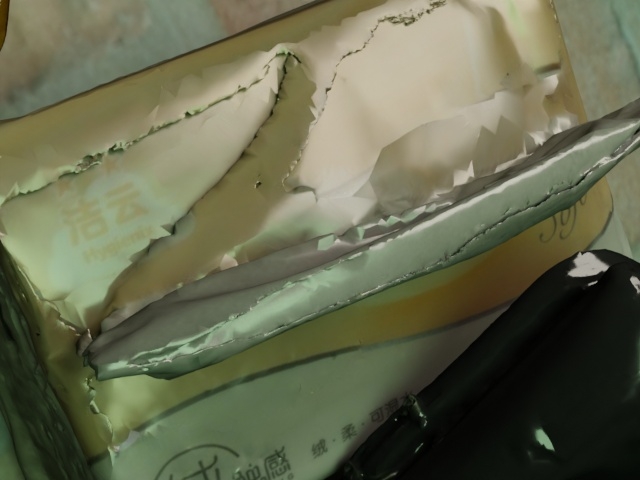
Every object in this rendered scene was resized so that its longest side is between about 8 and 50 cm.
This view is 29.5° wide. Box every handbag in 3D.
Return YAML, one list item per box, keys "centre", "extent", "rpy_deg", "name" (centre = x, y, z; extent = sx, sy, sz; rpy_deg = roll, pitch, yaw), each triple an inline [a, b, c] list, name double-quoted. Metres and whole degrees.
- centre: [0.119, 0.116, 0.609]
  extent: [0.244, 0.088, 0.275]
  rpy_deg: [-47, 153, 15]
  name: "handbag"

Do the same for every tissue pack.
- centre: [0.000, 0.000, 0.568]
  extent: [0.306, 0.239, 0.238]
  rpy_deg: [-25, 102, -25]
  name: "tissue pack"

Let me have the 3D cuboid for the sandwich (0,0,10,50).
- centre: [-0.171, -0.131, 0.586]
  extent: [0.044, 0.031, 0.083]
  rpy_deg: [4, 86, -31]
  name: "sandwich"
